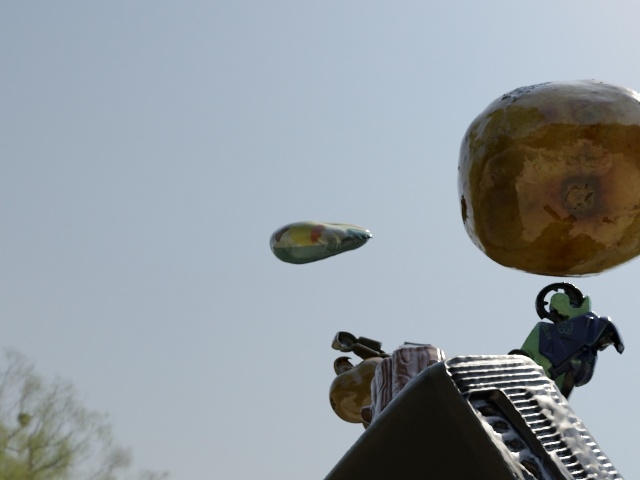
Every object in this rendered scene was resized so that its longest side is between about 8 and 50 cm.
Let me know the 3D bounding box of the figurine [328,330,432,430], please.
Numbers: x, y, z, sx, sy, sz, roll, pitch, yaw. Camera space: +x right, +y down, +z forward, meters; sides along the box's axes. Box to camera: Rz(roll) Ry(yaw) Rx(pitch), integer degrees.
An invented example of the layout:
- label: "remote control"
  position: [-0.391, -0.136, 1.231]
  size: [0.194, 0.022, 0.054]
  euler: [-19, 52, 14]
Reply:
- label: "figurine"
  position: [0.152, 0.349, 1.889]
  size: [0.284, 0.342, 0.167]
  euler: [-13, -59, -30]

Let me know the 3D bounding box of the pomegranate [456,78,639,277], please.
- label: "pomegranate"
  position: [0.285, -0.068, 0.923]
  size: [0.260, 0.260, 0.260]
  euler: [9, -35, 7]

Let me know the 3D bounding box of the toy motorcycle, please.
- label: "toy motorcycle"
  position: [0.475, 0.243, 1.555]
  size: [0.196, 0.331, 0.125]
  euler: [19, -19, 26]

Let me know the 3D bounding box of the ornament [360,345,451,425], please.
- label: "ornament"
  position: [0.172, 0.320, 1.408]
  size: [0.221, 0.218, 0.235]
  euler: [-18, -65, 13]

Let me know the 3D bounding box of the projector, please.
- label: "projector"
  position: [0.202, 0.407, 0.999]
  size: [0.242, 0.395, 0.405]
  euler: [6, -50, -39]

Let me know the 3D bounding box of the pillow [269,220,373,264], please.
- label: "pillow"
  position: [0.000, 0.000, 1.622]
  size: [0.214, 0.086, 0.233]
  euler: [-4, 2, 3]
